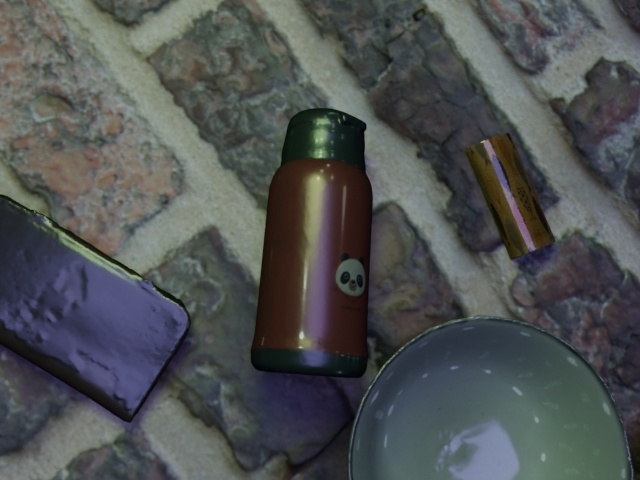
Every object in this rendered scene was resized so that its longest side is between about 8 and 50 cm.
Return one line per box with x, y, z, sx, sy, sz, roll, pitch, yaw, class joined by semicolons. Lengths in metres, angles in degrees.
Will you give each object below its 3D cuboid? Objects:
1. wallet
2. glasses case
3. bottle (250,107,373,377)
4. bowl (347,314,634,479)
-0.323;0.079;0.842;0.309;0.042;0.165;31;80;-2;wallet
0.271;-0.065;0.956;0.064;0.041;0.170;-20;84;-12;glasses case
0.000;0.000;0.855;0.144;0.144;0.336;7;79;-8;bottle
0.185;0.264;0.833;0.337;0.157;0.337;1;80;-8;bowl
